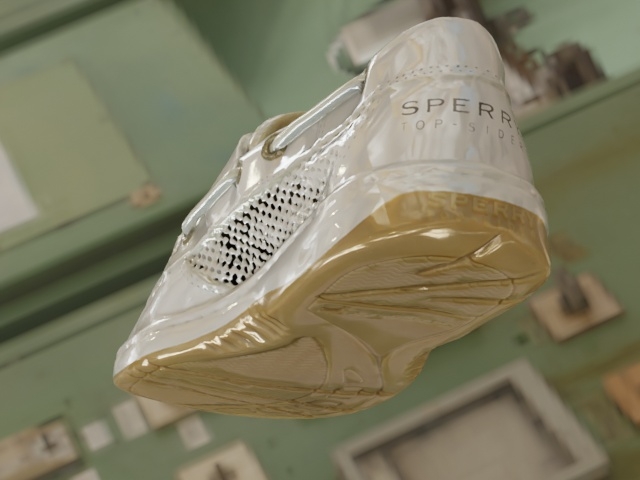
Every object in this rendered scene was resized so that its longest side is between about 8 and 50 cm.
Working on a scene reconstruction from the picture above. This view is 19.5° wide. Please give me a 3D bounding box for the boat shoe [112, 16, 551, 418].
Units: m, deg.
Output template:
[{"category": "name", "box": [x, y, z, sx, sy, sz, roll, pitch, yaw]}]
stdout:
[{"category": "boat shoe", "box": [0.000, 0.000, 0.685, 0.277, 0.098, 0.096, -33, 50, 58]}]
